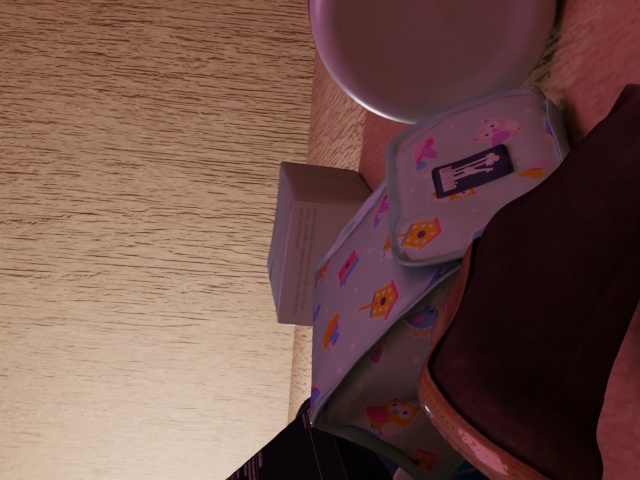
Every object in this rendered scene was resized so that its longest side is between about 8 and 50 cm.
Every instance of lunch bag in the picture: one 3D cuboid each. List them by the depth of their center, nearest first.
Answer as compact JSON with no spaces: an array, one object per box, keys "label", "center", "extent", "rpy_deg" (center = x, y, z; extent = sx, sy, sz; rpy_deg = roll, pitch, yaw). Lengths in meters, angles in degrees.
[{"label":"lunch bag","center":[0.108,0.020,0.878],"extent":[0.262,0.160,0.223],"rpy_deg":[-54,18,28]}]

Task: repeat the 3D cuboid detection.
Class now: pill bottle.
[{"label":"pill bottle","center":[0.085,-0.263,1.076],"extent":[0.363,0.210,0.210],"rpy_deg":[-99,15,-65]}]

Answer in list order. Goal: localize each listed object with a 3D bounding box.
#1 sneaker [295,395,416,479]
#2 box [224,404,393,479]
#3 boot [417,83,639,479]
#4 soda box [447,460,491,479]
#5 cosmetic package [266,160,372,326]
[{"label":"sneaker","center":[0.036,0.228,1.130],"extent":[0.350,0.148,0.131],"rpy_deg":[-56,-24,-74]},{"label":"box","center":[-0.025,0.243,0.857],"extent":[0.184,0.103,0.261],"rpy_deg":[-43,8,2]},{"label":"boot","center":[0.142,0.016,0.600],"extent":[0.207,0.090,0.248],"rpy_deg":[-53,13,13]},{"label":"soda box","center":[0.124,0.253,0.981],"extent":[0.071,0.067,0.210],"rpy_deg":[-103,18,-72]},{"label":"cosmetic package","center":[0.000,0.000,1.942],"extent":[0.385,0.156,0.217],"rpy_deg":[-110,27,-78]}]
